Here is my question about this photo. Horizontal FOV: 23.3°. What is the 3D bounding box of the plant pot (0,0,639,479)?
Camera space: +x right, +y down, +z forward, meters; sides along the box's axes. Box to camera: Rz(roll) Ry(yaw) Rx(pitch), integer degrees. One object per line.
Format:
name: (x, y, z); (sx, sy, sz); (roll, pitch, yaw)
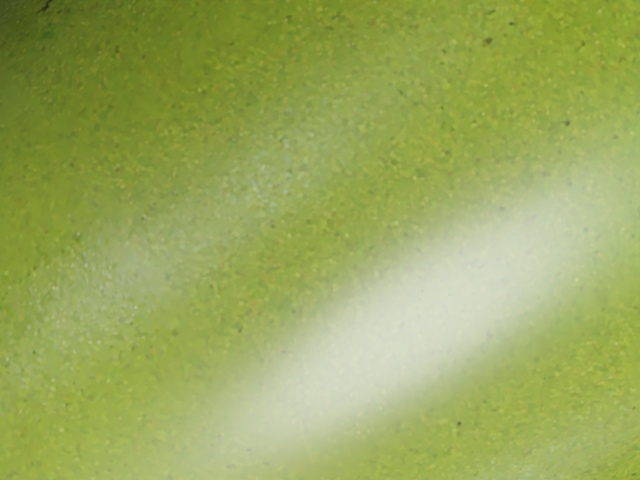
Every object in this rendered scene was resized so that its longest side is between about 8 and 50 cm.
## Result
plant pot: (0.000, 0.000, 0.561); (0.353, 0.366, 0.366); (-37, 128, -8)
